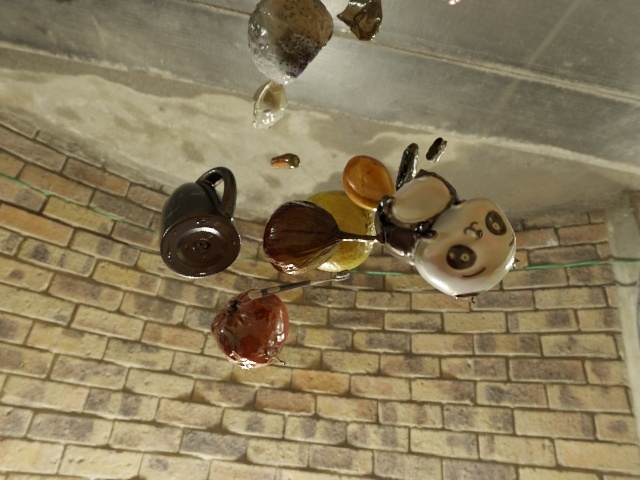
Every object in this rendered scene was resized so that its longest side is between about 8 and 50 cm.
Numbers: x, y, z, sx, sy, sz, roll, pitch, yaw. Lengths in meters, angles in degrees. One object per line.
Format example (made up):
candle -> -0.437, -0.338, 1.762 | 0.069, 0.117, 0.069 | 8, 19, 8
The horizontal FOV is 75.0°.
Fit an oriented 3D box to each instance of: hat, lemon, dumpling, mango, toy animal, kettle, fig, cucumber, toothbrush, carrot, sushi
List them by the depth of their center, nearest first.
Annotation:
fig -> 0.003, -0.024, 0.984 | 0.290, 0.191, 0.190 | -21, 144, 21
toy animal -> 0.305, -0.007, 0.998 | 0.250, 0.310, 0.251 | -29, 145, -22
toothbrush -> -0.049, 0.115, 1.097 | 0.287, 0.024, 0.026 | -10, 153, -22
kettle -> -0.331, -0.081, 1.187 | 0.268, 0.290, 0.207 | -43, 129, 13
mango -> 0.144, -0.161, 1.200 | 0.144, 0.219, 0.113 | -18, 137, -12
sushi -> 0.374, -0.281, 1.320 | 0.046, 0.044, 0.083 | 22, 107, -42
hat -> 0.141, -0.770, 1.432 | 0.147, 0.175, 0.085 | -47, 141, 11
cucumber -> 0.343, -0.260, 1.673 | 0.072, 0.081, 0.304 | 18, 146, 13
lemon -> 0.051, -0.041, 1.758 | 0.386, 0.350, 0.350 | -11, 154, -11
dumpling -> -0.234, -0.595, 1.818 | 0.147, 0.193, 0.258 | 34, 130, 16
carrot -> -0.184, -0.420, 2.205 | 0.193, 0.087, 0.087 | 14, 165, 48

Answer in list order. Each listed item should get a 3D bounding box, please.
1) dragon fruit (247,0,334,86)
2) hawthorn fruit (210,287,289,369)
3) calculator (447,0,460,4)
dragon fruit -> -0.109, -0.638, 1.277 | 0.203, 0.221, 0.283 | 34, 112, -30
hawthorn fruit -> -0.188, 0.287, 1.254 | 0.241, 0.242, 0.272 | -14, 121, 34
calculator -> 0.381, -0.777, 1.253 | 0.103, 0.024, 0.166 | 5, 160, 39
